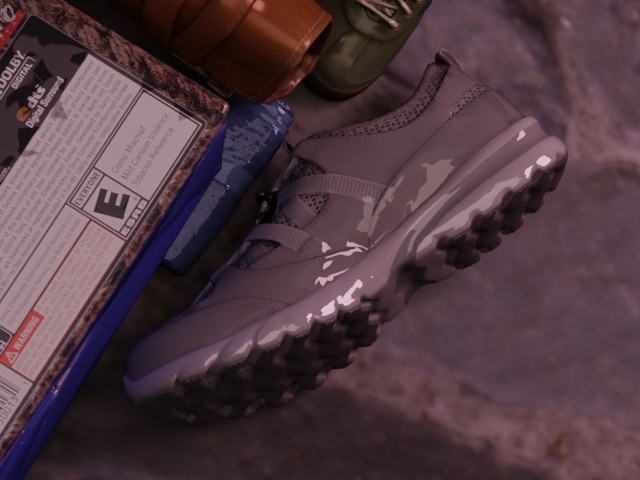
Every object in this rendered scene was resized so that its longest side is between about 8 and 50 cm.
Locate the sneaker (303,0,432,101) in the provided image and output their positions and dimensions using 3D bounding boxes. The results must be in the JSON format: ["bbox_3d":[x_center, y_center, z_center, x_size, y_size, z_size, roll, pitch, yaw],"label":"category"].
[{"bbox_3d":[0.050,-0.172,1.041,0.064,0.086,0.192,33,79,-6],"label":"sneaker"}]

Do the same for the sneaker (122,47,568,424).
[{"bbox_3d":[0.000,0.000,1.022,0.281,0.105,0.115,-34,70,-15],"label":"sneaker"}]

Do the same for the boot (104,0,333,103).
[{"bbox_3d":[-0.102,-0.152,0.914,0.220,0.283,0.109,42,93,3],"label":"boot"}]

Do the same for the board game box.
[{"bbox_3d":[-0.229,-0.035,0.925,0.291,0.141,0.232,32,79,1],"label":"board game box"}]

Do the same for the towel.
[{"bbox_3d":[-0.072,-0.042,1.032,0.067,0.029,0.119,36,78,-5],"label":"towel"}]
